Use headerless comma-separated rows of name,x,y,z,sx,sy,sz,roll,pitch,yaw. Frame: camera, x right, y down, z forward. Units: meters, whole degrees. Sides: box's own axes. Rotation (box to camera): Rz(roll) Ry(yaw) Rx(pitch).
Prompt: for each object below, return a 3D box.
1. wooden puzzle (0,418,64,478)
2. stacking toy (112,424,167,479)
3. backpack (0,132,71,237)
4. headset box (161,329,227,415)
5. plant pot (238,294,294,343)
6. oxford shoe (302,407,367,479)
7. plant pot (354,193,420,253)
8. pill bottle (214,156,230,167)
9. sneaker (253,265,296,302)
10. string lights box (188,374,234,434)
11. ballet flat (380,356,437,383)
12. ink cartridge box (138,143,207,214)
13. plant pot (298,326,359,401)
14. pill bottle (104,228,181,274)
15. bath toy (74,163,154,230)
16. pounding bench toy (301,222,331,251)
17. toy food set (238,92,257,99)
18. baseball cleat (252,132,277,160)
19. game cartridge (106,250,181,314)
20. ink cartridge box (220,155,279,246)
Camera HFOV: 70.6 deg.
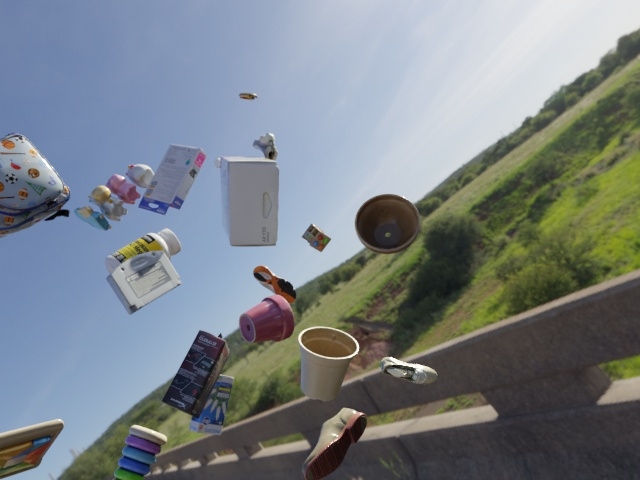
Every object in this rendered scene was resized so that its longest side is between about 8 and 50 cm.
wooden puzzle,-0.915,0.644,1.348,0.220,0.044,0.239,4,-51,-52
stacking toy,-0.674,0.836,1.585,0.141,0.141,0.331,-50,18,59
backpack,-0.850,-0.137,1.211,0.213,0.277,0.263,-25,18,48
headset box,-0.430,0.469,1.626,0.218,0.110,0.294,104,-171,-63
plant pot,-0.240,0.350,1.933,0.180,0.202,0.201,-13,-22,-39
oxford shoe,0.038,0.808,1.804,0.130,0.123,0.348,9,29,44
plant pot,0.248,-0.046,1.672,0.237,0.237,0.110,-38,-28,-8
pill bottle,-0.485,-0.400,2.332,0.120,0.067,0.067,-12,-25,-48
sneaker,-0.234,0.227,2.327,0.099,0.262,0.121,-50,1,-16
string lights box,-0.505,0.756,2.103,0.076,0.260,0.133,-9,-27,43
ballet flat,0.375,0.564,1.916,0.086,0.248,0.086,12,-90,-84
ink cartridge box,-0.609,-0.245,1.862,0.065,0.185,0.311,46,-117,-54
plant pot,0.019,0.691,2.482,0.333,0.333,0.306,-26,-51,-64
pill bottle,-0.876,0.082,2.256,0.334,0.188,0.188,-39,-5,-36
bath toy,-0.829,-0.199,1.847,0.152,0.128,0.348,82,-151,-43
pounding bench toy,0.000,0.000,1.340,0.083,0.065,0.052,32,-82,-39
toy food set,-0.307,-0.610,1.917,0.082,0.020,0.083,-2,9,-27
baseball cleat,-0.219,-0.358,1.783,0.072,0.110,0.206,-14,6,-13
game cartridge,-0.724,0.157,1.861,0.062,0.198,0.297,-33,2,29
ink cartridge box,-0.261,-0.153,1.599,0.160,0.280,0.384,-2,12,-16
